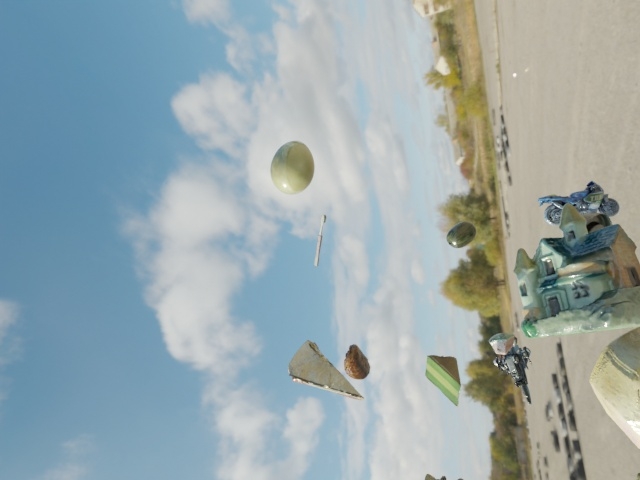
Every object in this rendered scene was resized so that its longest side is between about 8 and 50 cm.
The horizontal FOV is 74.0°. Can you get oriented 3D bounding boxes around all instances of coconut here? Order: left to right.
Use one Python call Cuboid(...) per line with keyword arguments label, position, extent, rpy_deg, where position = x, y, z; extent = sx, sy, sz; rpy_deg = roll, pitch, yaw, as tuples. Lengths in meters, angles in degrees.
Cuboid(label="coconut", position=(0.943, 0.404, 1.175), extent=(0.352, 0.352, 0.353), rpy_deg=(-8, -90, -68))

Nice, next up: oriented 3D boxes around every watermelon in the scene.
Cuboid(label="watermelon", position=(0.472, -0.018, 1.426), extent=(0.078, 0.110, 0.078), rpy_deg=(54, 173, 9))
Cuboid(label="watermelon", position=(0.650, 0.361, 1.504), extent=(0.072, 0.084, 0.092), rpy_deg=(52, 170, 12))

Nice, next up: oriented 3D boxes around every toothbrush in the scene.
Cuboid(label="toothbrush", position=(-0.001, 0.001, 1.493), extent=(0.017, 0.014, 0.195), rpy_deg=(-14, -59, -47))

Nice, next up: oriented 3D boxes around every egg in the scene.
Cuboid(label="egg", position=(-0.118, -0.316, 1.818), extent=(0.188, 0.188, 0.254), rpy_deg=(51, -142, -52))

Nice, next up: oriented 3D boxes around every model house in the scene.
Cuboid(label="model house", position=(0.606, 0.058, 1.023), extent=(0.194, 0.267, 0.325), rpy_deg=(4, -109, -23))

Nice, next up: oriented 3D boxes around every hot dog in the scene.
Cuboid(label="hot dog", position=(0.194, 0.654, 2.291), extent=(0.161, 0.099, 0.227), rpy_deg=(-67, -36, -43))

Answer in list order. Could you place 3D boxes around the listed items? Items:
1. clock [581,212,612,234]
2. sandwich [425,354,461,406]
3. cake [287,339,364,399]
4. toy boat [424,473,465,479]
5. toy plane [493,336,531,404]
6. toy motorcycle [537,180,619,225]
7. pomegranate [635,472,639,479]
Cuboid(label="clock", position=(0.794, 0.022, 1.261), extent=(0.214, 0.042, 0.215), rpy_deg=(-9, -73, -31))
Cuboid(label="sandwich", position=(0.305, 0.350, 1.065), extent=(0.116, 0.074, 0.074), rpy_deg=(-57, -31, -69))
Cuboid(label="cake", position=(0.000, 0.382, 1.150), extent=(0.220, 0.116, 0.086), rpy_deg=(44, 170, 24))
Cuboid(label="toy boat", position=(0.463, 0.823, 1.316), extent=(0.115, 0.310, 0.089), rpy_deg=(-53, -55, -14))
Cuboid(label="toy plane", position=(0.759, 0.508, 1.645), extent=(0.078, 0.169, 0.247), rpy_deg=(14, -126, -29))
Cuboid(label="toy motorcycle", position=(0.899, -0.131, 1.482), extent=(0.092, 0.254, 0.136), rpy_deg=(35, -134, -80))
Cuboid(label="pomegranate", position=(1.029, 0.870, 1.355), extent=(0.204, 0.221, 0.277), rpy_deg=(55, -133, -59))
